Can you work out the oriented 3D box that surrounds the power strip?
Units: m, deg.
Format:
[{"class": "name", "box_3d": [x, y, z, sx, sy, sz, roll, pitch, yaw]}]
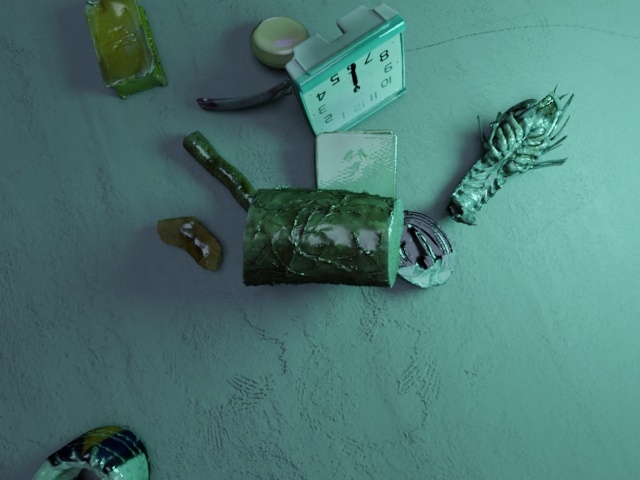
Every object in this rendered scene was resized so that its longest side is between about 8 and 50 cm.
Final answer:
[{"class": "power strip", "box_3d": [0.082, -0.159, 1.010, 0.199, 0.064, 0.213, 0, 99, 0]}]

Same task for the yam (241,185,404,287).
[{"class": "yam", "box_3d": [0.000, 0.000, 0.887, 0.349, 0.241, 0.240, 1, 86, 12]}]

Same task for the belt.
[{"class": "belt", "box_3d": [0.227, 0.026, 0.984, 0.151, 0.078, 0.198, -38, 84, -1]}]

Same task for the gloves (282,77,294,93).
[{"class": "gloves", "box_3d": [-0.065, -0.401, 1.050, 0.081, 0.037, 0.044, -40, 53, 2]}]

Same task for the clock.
[{"class": "clock", "box_3d": [0.062, -0.377, 0.953, 0.262, 0.231, 0.116, -32, 65, 0]}]

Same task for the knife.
[{"class": "knife", "box_3d": [-0.176, -0.352, 1.007, 0.278, 0.123, 0.053, -9, 111, 18]}]

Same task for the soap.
[{"class": "soap", "box_3d": [-0.491, -0.491, 1.044, 0.135, 0.076, 0.233, -18, 86, 1]}]

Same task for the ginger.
[{"class": "ginger", "box_3d": [-0.311, 0.000, 1.004, 0.190, 0.069, 0.095, 39, 83, 5]}]

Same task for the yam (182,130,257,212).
[{"class": "yam", "box_3d": [-0.235, -0.166, 1.021, 0.061, 0.061, 0.253, -44, 87, -2]}]

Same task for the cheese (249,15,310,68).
[{"class": "cheese", "box_3d": [-0.062, -0.471, 1.015, 0.228, 0.064, 0.137, 26, 73, 15]}]

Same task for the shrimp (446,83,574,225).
[{"class": "shrimp", "box_3d": [0.441, -0.209, 0.967, 0.221, 0.166, 0.410, 41, 100, 2]}]

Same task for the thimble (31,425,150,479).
[{"class": "thimble", "box_3d": [-0.504, 0.553, 0.927, 0.238, 0.150, 0.237, 0, 86, 0]}]
